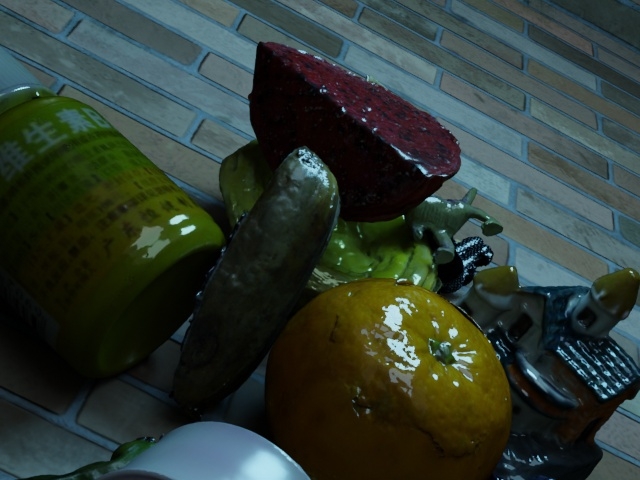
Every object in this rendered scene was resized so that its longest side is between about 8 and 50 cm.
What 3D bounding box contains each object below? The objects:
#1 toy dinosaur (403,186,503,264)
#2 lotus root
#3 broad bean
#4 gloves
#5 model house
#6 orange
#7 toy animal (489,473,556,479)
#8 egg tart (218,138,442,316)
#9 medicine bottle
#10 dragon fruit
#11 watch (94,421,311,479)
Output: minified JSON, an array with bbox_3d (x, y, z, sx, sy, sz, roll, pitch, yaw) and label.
[{"bbox_3d":[0.175,-0.048,1.596,0.251,0.072,0.200,1,33,-30],"label":"toy dinosaur"},{"bbox_3d":[-0.059,0.056,1.287,0.078,0.329,0.167,22,-10,27],"label":"lotus root"},{"bbox_3d":[-0.237,0.231,1.080,0.195,0.046,0.061,-19,12,-23],"label":"broad bean"},{"bbox_3d":[0.185,0.018,1.732,0.129,0.106,0.181,43,6,14],"label":"gloves"},{"bbox_3d":[0.281,0.142,1.457,0.190,0.301,0.271,2,42,-47],"label":"model house"},{"bbox_3d":[0.075,0.180,1.288,0.284,0.226,0.284,20,44,-21],"label":"orange"},{"bbox_3d":[0.185,0.379,1.191,0.185,0.122,0.298,19,66,-17],"label":"toy animal"},{"bbox_3d":[0.000,0.000,1.551,0.345,0.132,0.345,21,35,-15],"label":"egg tart"},{"bbox_3d":[-0.308,-0.047,1.284,0.384,0.224,0.224,41,34,16],"label":"medicine bottle"},{"bbox_3d":[0.050,-0.113,1.491,0.317,0.152,0.205,41,28,28],"label":"dragon fruit"},{"bbox_3d":[-0.126,0.256,0.906,0.244,0.231,0.196,42,33,11],"label":"watch"}]
